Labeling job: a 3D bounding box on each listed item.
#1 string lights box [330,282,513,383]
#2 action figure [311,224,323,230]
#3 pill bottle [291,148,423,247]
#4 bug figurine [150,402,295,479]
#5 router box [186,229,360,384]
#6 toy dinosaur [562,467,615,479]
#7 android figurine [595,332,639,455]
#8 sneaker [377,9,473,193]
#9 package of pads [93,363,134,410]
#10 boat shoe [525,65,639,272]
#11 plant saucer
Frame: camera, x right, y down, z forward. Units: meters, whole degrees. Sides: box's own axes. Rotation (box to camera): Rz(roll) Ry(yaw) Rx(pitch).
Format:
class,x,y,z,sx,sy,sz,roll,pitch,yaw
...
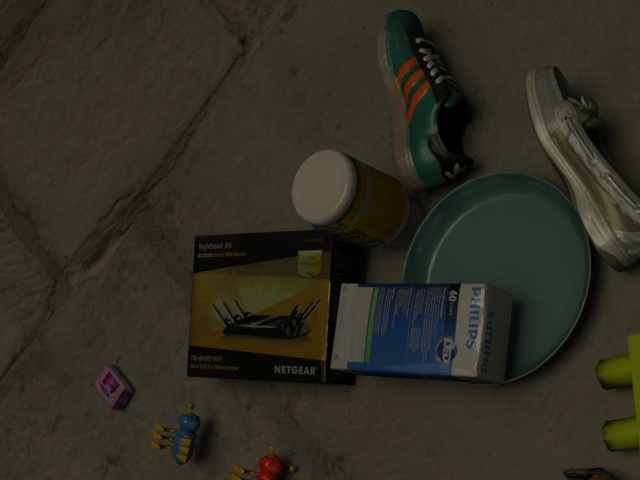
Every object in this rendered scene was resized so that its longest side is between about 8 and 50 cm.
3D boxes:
class,x,y,z,sx,sy,sz,roll,pitch,yaw
string lights box,0.143,0.132,1.777,0.260,0.077,0.133,-1,76,40
action figure,0.000,0.000,2.031,0.038,0.030,0.115,-6,77,45
pill bottle,0.063,-0.055,1.874,0.117,0.208,0.117,-14,67,36
bug figurine,-0.170,0.404,2.014,0.279,0.072,0.216,20,96,38
router box,-0.079,0.109,2.009,0.309,0.081,0.243,-3,81,39
toy dinosaur,0.353,0.385,1.535,0.322,0.164,0.218,-26,41,56
android figurine,0.481,0.187,1.544,0.273,0.056,0.248,-18,64,36
sneaker,0.174,-0.230,1.915,0.121,0.108,0.302,-19,73,34
package of pads,-0.381,0.269,2.262,0.083,0.032,0.050,42,105,40
boat shoe,0.379,-0.114,1.696,0.103,0.118,0.320,-31,62,22
plant saucer,0.257,0.056,1.786,0.317,0.044,0.317,-13,68,37
